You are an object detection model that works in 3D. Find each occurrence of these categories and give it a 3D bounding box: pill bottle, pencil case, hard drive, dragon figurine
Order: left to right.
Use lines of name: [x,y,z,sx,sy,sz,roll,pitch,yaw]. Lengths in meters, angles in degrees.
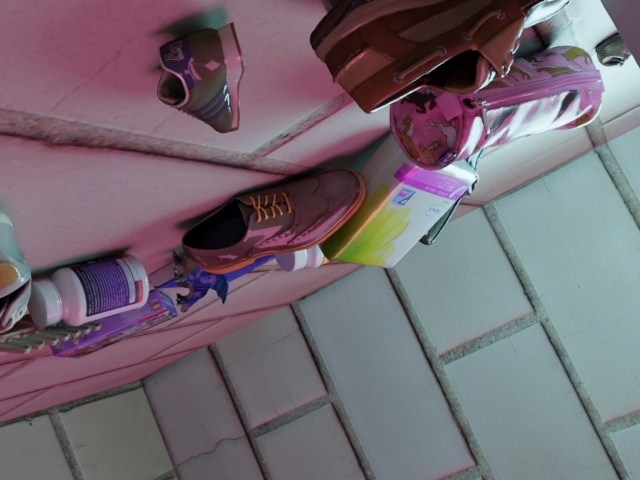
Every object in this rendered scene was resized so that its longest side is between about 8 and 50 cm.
pill bottle: [-0.418,0.093,1.283,0.193,0.108,0.108,-15,166,-45]
dragon figurine: [-0.239,0.083,1.525,0.143,0.085,0.289,-3,138,-11]
hard drive: [-0.235,0.054,1.715,0.210,0.040,0.318,-28,170,16]
pill bottle: [0.000,0.000,1.759,0.221,0.121,0.121,-19,169,-32]
pencil case: [0.300,-0.228,1.183,0.386,0.167,0.160,-18,136,-33]

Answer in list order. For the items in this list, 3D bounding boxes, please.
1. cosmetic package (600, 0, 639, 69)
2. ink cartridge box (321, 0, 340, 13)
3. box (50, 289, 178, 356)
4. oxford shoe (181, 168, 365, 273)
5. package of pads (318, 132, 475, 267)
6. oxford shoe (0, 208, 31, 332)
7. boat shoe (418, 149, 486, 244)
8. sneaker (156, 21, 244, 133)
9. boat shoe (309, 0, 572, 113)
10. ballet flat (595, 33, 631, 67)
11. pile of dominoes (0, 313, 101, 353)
cosmetic package: [0.641,-0.298,0.916,0.327,0.394,0.329,-24,169,-2]
ink cartridge box: [0.100,-0.270,0.801,0.145,0.045,0.179,-28,167,24]
box: [-0.526,0.219,1.842,0.293,0.057,0.201,-23,171,-7]
oxford shoe: [-0.086,-0.041,1.336,0.363,0.130,0.133,-26,162,4]
package of pads: [0.151,-0.076,1.448,0.229,0.101,0.296,11,127,-51]
oxford shoe: [-0.482,0.080,1.008,0.169,0.130,0.449,-24,173,-27]
boat shoe: [0.298,-0.123,1.583,0.303,0.091,0.114,-54,151,6]
sneaker: [-0.132,-0.165,0.761,0.086,0.064,0.192,-14,168,-12]
boat shoe: [0.142,-0.209,0.755,0.323,0.120,0.122,-22,173,-25]
ballet flat: [0.649,-0.405,1.356,0.249,0.058,0.084,-29,170,25]
pile of dominoes: [-0.525,0.166,1.231,0.195,0.040,0.251,11,-173,14]
